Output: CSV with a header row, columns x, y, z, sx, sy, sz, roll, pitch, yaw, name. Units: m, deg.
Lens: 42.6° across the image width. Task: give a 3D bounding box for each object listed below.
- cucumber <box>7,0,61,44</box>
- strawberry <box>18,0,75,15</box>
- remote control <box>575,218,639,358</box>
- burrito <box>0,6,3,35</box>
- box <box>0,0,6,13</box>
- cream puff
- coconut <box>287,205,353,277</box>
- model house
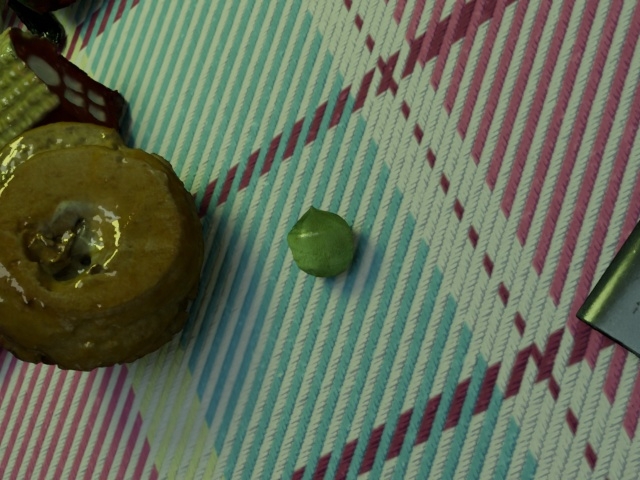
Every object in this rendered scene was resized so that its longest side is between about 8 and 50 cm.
x,y,z,sx,sy,sz,roll,pitch,yaw,name
-0.525,-0.407,1.511,0.053,0.053,0.181,-47,60,11,cucumber
-0.490,-0.551,1.413,0.238,0.250,0.288,26,92,38,strawberry
0.423,-0.045,0.879,0.107,0.044,0.377,35,95,36,remote control
-0.612,-0.311,1.488,0.082,0.059,0.275,20,111,30,burrito
-0.661,-0.459,1.549,0.177,0.111,0.111,2,77,50,box
-0.327,0.017,1.154,0.327,0.231,0.343,-36,81,-19,cream puff
0.000,0.000,1.083,0.088,0.088,0.096,-5,103,28,coconut
-0.463,-0.205,1.283,0.196,0.254,0.160,-34,50,19,model house
